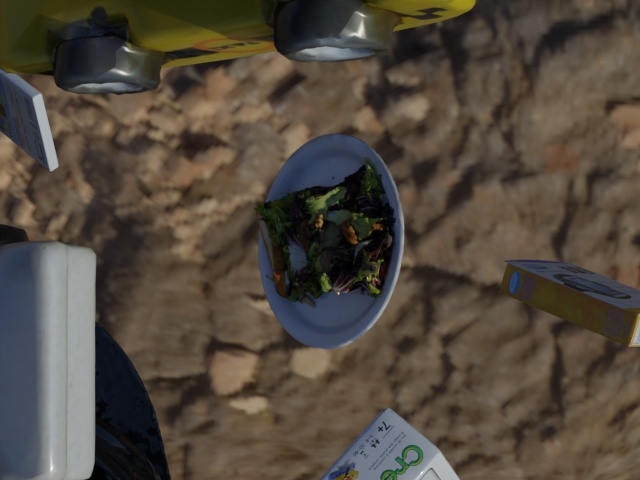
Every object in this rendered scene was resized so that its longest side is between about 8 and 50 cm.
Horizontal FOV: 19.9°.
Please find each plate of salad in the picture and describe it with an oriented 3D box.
[{"bbox_3d":[0.000,0.000,1.673,0.200,0.048,0.199,-8,80,48],"label":"plate of salad"}]

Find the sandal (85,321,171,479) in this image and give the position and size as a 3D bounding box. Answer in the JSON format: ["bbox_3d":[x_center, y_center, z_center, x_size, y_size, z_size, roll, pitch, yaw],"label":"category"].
[{"bbox_3d":[-0.158,0.234,1.288,0.168,0.107,0.445,-18,90,-24],"label":"sandal"}]

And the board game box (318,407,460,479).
[{"bbox_3d":[0.033,0.245,1.212,0.053,0.305,0.193,39,81,29],"label":"board game box"}]

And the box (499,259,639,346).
[{"bbox_3d":[0.194,0.043,1.312,0.136,0.081,0.028,21,103,43],"label":"box"}]

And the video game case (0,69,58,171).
[{"bbox_3d":[-0.280,-0.123,1.633,0.011,0.087,0.122,-34,51,-26],"label":"video game case"}]

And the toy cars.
[{"bbox_3d":[-0.076,-0.025,0.624,0.393,0.087,0.176,-50,58,25],"label":"toy cars"}]
